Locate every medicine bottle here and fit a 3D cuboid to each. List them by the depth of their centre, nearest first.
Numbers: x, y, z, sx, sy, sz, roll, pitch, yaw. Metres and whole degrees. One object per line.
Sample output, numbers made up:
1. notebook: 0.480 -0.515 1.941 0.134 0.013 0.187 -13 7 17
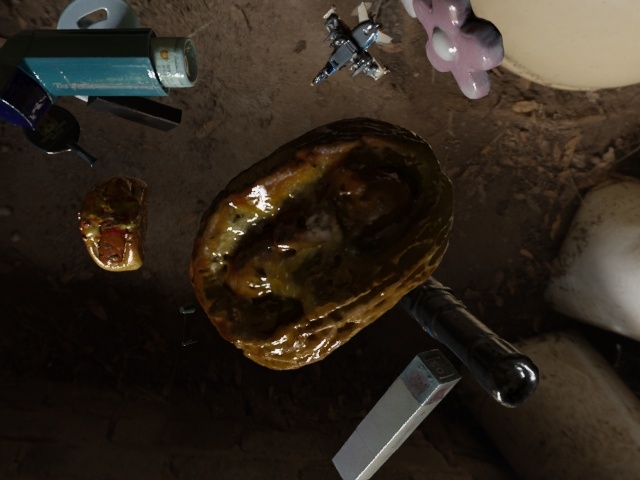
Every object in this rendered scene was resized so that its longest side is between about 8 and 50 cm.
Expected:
1. medicine bottle: -0.294 -0.216 0.662 0.259 0.079 0.124 -1 68 3

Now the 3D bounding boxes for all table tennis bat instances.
1. table tennis bat: -0.755 -0.301 1.503 0.236 0.027 0.150 39 69 -5

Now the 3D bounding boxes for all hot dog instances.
1. hot dog: -0.003 0.001 0.459 0.259 0.114 0.175 -38 77 13
2. hot dog: -0.525 -0.051 1.317 0.151 0.153 0.256 1 83 1

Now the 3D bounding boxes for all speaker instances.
1. speaker: -0.475 -0.339 1.319 0.218 0.082 0.044 11 78 -43

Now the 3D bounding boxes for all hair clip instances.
1. hair clip: 0.122 -0.279 0.573 0.075 0.146 0.256 -23 83 -5

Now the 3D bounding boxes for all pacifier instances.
1. pacifier: -0.510 -0.445 1.268 0.244 0.233 0.299 -41 132 -23

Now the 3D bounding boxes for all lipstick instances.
1. lipstick: 0.150 0.382 1.081 0.076 0.079 0.371 -1 131 -43

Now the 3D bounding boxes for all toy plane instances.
1. toy plane: 0.034 -0.302 0.844 0.188 0.062 0.135 -31 106 40

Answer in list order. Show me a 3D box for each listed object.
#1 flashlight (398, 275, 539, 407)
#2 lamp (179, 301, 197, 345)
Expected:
1. flashlight: 0.240 0.158 0.909 0.103 0.424 0.103 -2 104 -9
2. lamp: -0.401 0.250 1.539 0.041 0.054 0.121 -8 90 32
